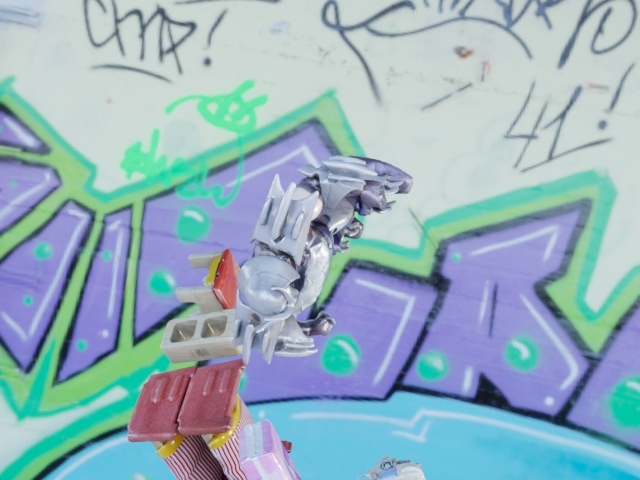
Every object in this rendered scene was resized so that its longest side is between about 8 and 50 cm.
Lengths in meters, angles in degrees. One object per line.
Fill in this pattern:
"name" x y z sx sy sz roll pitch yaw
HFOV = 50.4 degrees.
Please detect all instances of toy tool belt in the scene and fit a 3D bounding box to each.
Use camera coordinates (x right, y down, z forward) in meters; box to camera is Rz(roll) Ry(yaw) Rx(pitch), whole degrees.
"toy tool belt" 0.081 0.280 0.801 0.083 0.052 0.051 -10 6 0

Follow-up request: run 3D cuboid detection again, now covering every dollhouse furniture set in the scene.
"dollhouse furniture set" -0.136 0.199 1.041 0.152 0.201 0.374 -11 38 16

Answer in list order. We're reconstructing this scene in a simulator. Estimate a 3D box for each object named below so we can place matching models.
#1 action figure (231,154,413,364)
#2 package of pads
"action figure" 0.000 0.000 0.598 0.099 0.185 0.285 30 27 3
"package of pads" -0.036 0.189 0.542 0.032 0.083 0.050 -24 19 2
